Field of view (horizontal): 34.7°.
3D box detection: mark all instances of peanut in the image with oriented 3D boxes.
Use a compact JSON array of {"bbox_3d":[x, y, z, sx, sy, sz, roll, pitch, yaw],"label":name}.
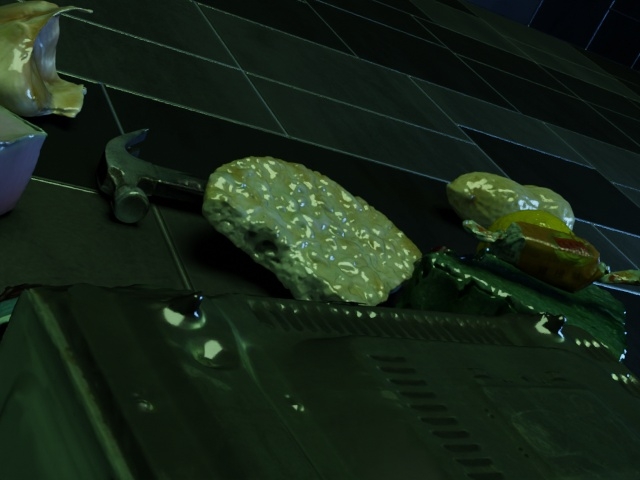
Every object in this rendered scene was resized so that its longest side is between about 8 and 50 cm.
[{"bbox_3d":[0.241,-0.041,1.301,0.187,0.082,0.082,12,27,-30],"label":"peanut"}]

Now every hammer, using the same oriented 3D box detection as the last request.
[{"bbox_3d":[-0.079,-0.042,1.002,0.290,0.037,0.137,12,29,-31],"label":"hammer"}]

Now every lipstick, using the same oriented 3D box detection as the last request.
[{"bbox_3d":[0.116,0.024,1.031,0.027,0.027,0.176,30,8,7],"label":"lipstick"}]

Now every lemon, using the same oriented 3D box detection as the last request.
[{"bbox_3d":[0.220,0.022,1.096,0.109,0.109,0.133,20,-19,-16],"label":"lemon"}]

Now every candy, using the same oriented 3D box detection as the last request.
[{"bbox_3d":[0.206,0.016,0.909,0.182,0.046,0.053,16,25,-11],"label":"candy"}]

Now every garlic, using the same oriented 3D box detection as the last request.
[{"bbox_3d":[-0.290,-0.179,0.996,0.124,0.099,0.174,7,27,-10],"label":"garlic"}]

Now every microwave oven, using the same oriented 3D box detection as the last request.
[{"bbox_3d":[0.040,0.164,0.458,0.355,0.218,0.286,8,30,-38],"label":"microwave oven"}]

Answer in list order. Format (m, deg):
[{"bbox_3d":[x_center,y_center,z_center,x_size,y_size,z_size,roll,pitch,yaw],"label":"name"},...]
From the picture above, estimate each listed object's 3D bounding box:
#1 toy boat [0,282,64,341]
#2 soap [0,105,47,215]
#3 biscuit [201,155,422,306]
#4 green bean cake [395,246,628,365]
[{"bbox_3d":[-0.153,0.068,0.663,0.137,0.060,0.060,21,47,-28],"label":"toy boat"},{"bbox_3d":[-0.363,-0.097,0.751,0.259,0.081,0.181,29,22,8],"label":"soap"},{"bbox_3d":[0.000,0.000,0.946,0.265,0.040,0.188,19,38,-36],"label":"biscuit"},{"bbox_3d":[0.177,0.073,0.949,0.193,0.107,0.208,28,22,9],"label":"green bean cake"}]
